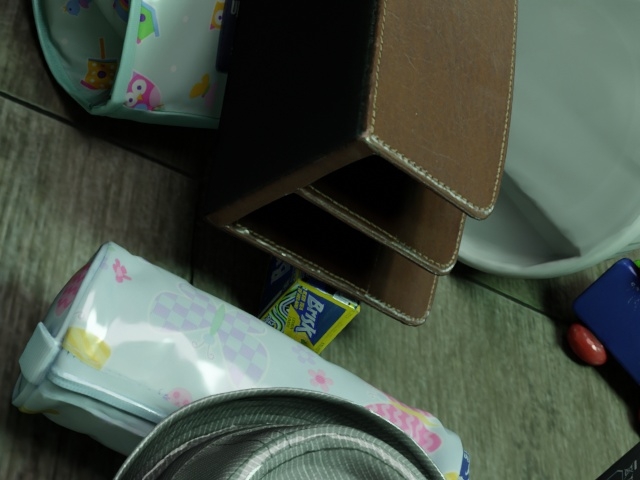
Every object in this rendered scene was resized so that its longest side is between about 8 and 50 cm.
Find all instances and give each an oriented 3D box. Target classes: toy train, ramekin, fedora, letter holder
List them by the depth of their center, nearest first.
[{"bbox_3d":[0.006,0.201,0.730,0.243,0.124,0.275,-15,81,-25],"label":"fedora"},{"bbox_3d":[0.066,-0.120,1.003,0.214,0.152,0.302,30,53,-33],"label":"letter holder"},{"bbox_3d":[0.197,-0.101,1.177,0.127,0.273,0.273,6,47,-54],"label":"ramekin"},{"bbox_3d":[0.328,0.117,1.202,0.248,0.105,0.143,49,25,12],"label":"toy train"}]

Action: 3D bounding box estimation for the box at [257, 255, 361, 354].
[{"bbox_3d":[0.000,0.000,1.063,0.054,0.059,0.169,29,39,-16],"label":"box"}]

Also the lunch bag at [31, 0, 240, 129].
[{"bbox_3d":[-0.101,-0.204,1.110,0.223,0.160,0.262,3,65,-44],"label":"lunch bag"}]

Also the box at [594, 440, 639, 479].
[{"bbox_3d":[0.160,0.256,0.842,0.056,0.183,0.231,28,38,-12],"label":"box"}]

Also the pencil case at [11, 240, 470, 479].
[{"bbox_3d":[-0.048,0.111,0.868,0.273,0.113,0.124,31,34,-10],"label":"pencil case"}]
